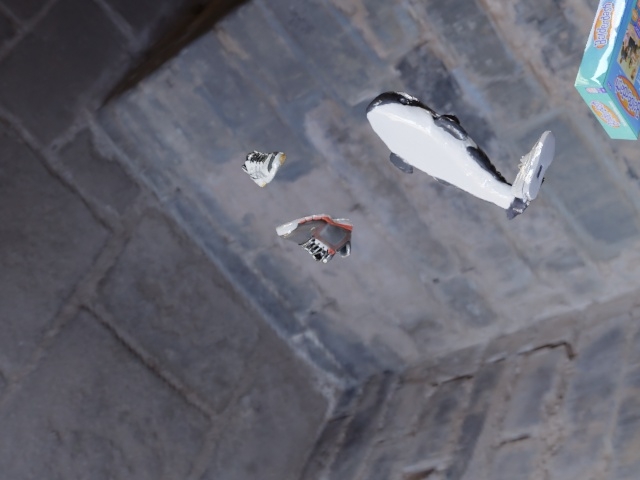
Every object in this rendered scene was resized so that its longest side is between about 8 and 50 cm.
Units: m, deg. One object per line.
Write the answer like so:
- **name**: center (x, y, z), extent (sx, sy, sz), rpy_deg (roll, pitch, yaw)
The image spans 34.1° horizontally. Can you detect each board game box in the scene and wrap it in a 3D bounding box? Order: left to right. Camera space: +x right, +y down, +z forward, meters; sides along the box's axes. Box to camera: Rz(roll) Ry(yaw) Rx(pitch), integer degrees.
- **board game box**: center (0.452, -0.280, 1.550), extent (0.160, 0.047, 0.210), rpy_deg (38, 66, -48)

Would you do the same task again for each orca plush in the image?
- **orca plush**: center (0.207, -0.154, 1.568), extent (0.287, 0.151, 0.102), rpy_deg (24, 59, 0)

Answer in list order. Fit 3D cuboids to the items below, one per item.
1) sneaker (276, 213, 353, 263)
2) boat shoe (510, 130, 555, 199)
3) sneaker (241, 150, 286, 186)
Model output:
- **sneaker**: center (0.000, 0.000, 1.523), extent (0.157, 0.061, 0.065), rpy_deg (2, 75, -50)
- **boat shoe**: center (0.265, -0.096, 1.306), extent (0.035, 0.035, 0.100), rpy_deg (44, 63, -45)
- **sneaker**: center (-0.065, -0.082, 1.137), extent (0.037, 0.083, 0.032), rpy_deg (38, 68, -9)
